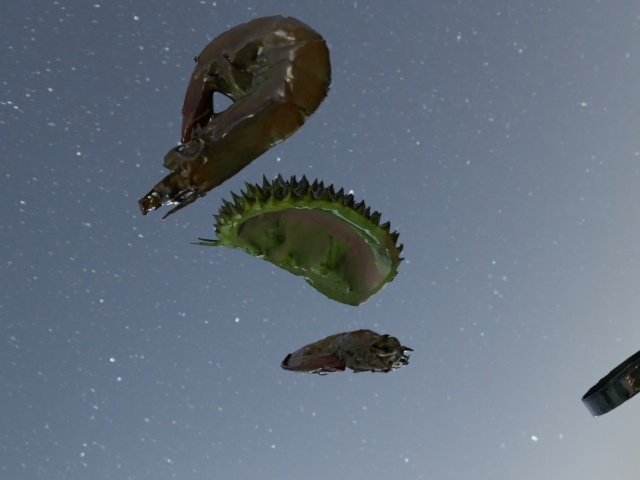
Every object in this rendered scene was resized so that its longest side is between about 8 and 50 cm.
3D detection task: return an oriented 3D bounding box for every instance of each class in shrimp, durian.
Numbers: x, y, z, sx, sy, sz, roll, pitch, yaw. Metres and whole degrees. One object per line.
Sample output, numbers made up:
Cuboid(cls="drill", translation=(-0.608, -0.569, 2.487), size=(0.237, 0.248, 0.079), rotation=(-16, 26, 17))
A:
Cuboid(cls="shrimp", translation=(-0.115, -0.148, 0.707), size=(0.287, 0.152, 0.063), rotation=(-39, -9, 0))
Cuboid(cls="shrimp", translation=(0.027, 0.141, 0.773), size=(0.133, 0.236, 0.053), rotation=(-2, -95, -25))
Cuboid(cls="durian", translation=(0.000, 0.000, 0.960), size=(0.352, 0.158, 0.169), rotation=(26, -95, -35))

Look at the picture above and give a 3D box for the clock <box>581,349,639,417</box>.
Cuboid(cls="clock", translation=(0.606, 0.265, 1.209), size=(0.215, 0.042, 0.215), rotation=(-33, -20, -14))
